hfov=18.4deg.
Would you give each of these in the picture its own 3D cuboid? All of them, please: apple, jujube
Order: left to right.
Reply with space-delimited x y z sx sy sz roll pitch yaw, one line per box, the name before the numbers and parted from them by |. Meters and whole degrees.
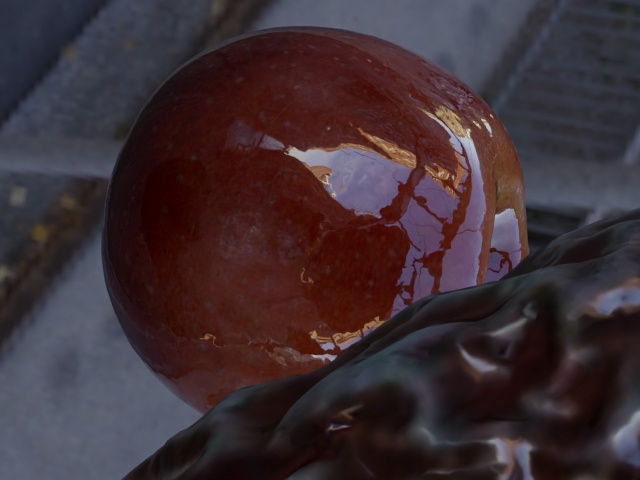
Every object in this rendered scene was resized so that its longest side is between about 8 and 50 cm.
apple | 0.000 0.000 1.013 0.218 0.201 0.218 7 90 -70
jujube | 0.071 0.112 0.549 0.226 0.317 0.226 60 9 -16
